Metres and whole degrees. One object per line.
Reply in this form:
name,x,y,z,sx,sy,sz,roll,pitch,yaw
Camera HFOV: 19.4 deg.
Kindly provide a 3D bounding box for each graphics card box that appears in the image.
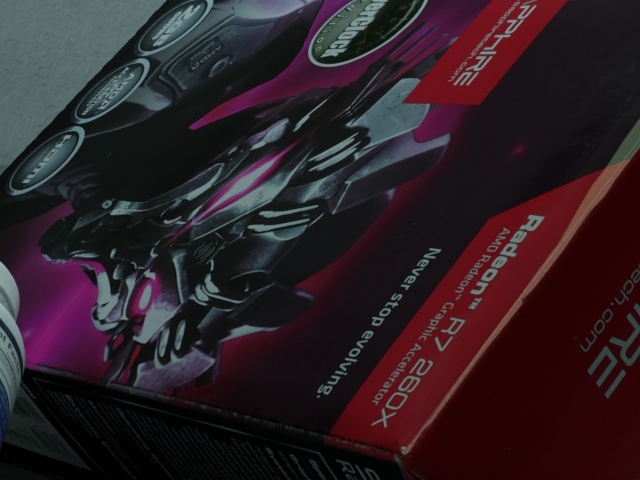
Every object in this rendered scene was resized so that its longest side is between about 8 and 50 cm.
graphics card box,0.000,0.000,0.726,0.371,0.094,0.233,6,50,53

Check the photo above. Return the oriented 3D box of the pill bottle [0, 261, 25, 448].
pill bottle,-0.140,0.053,0.649,0.067,0.067,0.120,-1,34,5
